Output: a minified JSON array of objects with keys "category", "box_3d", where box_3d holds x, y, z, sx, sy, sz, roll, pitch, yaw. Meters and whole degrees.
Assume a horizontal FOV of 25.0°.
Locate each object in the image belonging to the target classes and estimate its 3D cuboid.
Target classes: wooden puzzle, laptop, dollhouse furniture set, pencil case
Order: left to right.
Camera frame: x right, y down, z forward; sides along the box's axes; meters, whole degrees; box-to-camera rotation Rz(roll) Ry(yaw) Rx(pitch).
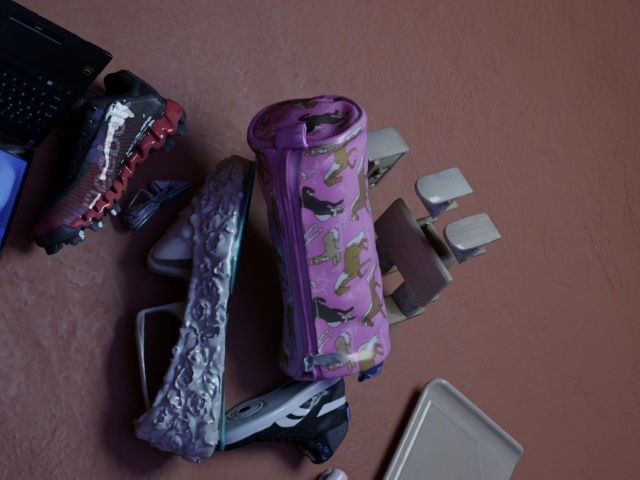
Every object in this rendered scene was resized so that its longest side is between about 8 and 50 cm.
[{"category":"laptop","box_3d":[-0.405,-0.140,1.669,0.234,0.264,0.136,26,32,-34]},{"category":"pencil case","box_3d":[0.000,0.000,1.880,0.160,0.167,0.386,-14,119,-14]},{"category":"dollhouse furniture set","box_3d":[0.084,-0.021,2.001,0.161,0.212,0.242,-17,69,-40]},{"category":"wooden puzzle","box_3d":[0.182,0.357,2.135,0.221,0.044,0.239,41,66,-27]}]

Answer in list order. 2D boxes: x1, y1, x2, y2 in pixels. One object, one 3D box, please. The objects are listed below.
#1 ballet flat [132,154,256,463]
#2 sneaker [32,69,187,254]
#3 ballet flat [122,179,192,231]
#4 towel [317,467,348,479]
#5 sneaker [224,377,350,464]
[{"category":"ballet flat","box_3d":[-0.166,0.075,1.844,0.147,0.147,0.409,16,74,-36]},{"category":"sneaker","box_3d":[-0.285,-0.107,1.786,0.135,0.097,0.276,49,56,-23]},{"category":"ballet flat","box_3d":[-0.215,-0.056,1.873,0.114,0.041,0.041,-41,109,-35]},{"category":"towel","box_3d":[0.008,0.530,1.966,0.317,0.053,0.332,-46,112,-34]},{"category":"sneaker","box_3d":[-0.040,0.262,1.945,0.217,0.079,0.121,-27,108,-32]}]
